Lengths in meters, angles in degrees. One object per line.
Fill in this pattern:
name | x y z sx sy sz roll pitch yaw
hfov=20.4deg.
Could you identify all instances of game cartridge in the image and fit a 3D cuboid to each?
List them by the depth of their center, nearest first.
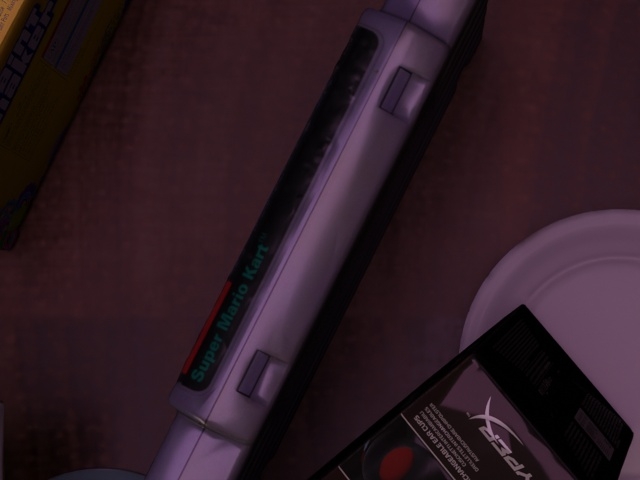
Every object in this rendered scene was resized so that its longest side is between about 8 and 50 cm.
game cartridge | 0.000 0.000 1.054 0.068 0.230 0.355 26 87 9

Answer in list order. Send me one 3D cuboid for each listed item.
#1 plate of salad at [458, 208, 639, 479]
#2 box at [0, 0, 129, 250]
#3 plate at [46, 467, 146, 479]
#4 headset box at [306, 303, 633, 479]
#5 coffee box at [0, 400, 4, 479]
plate of salad | 0.186 0.080 1.113 0.200 0.048 0.200 0 89 7
box | -0.281 -0.187 1.137 0.279 0.177 0.290 24 87 10
plate | -0.144 0.242 1.148 0.188 0.024 0.188 -1 84 7
headset box | 0.028 0.179 1.013 0.293 0.218 0.110 -41 85 14
coffee box | -0.406 0.253 0.974 0.337 0.334 0.338 -5 82 32
